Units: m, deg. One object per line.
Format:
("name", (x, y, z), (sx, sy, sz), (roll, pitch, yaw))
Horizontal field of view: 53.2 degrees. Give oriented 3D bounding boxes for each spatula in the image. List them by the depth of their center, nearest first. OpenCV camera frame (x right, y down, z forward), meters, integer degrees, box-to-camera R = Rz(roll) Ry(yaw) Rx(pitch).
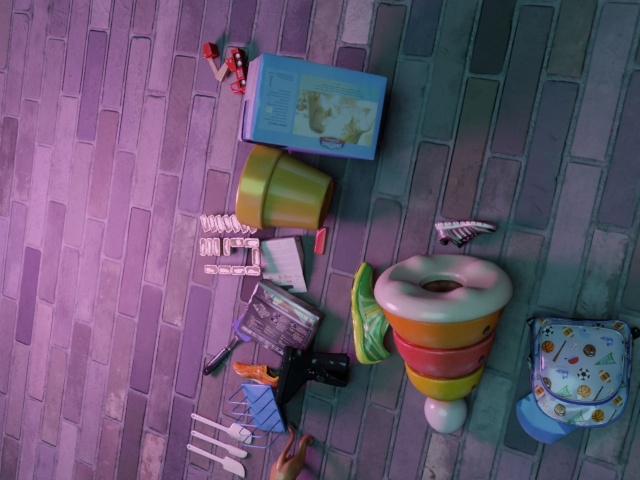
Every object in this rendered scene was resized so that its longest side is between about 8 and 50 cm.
("spatula", (-0.297, 0.347, 2.105), (0.084, 0.030, 0.296), (46, 110, 13))
("spatula", (-0.344, 0.679, 2.157), (0.241, 0.019, 0.168), (15, 105, 25))

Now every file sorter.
("file sorter", (-0.203, 0.549, 2.000), (0.118, 0.104, 0.170), (-5, 109, 34))

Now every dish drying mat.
("dish drying mat", (0.000, 0.000, 1.958), (0.032, 0.008, 0.083), (13, 98, 23))

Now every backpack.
("backpack", (0.632, 0.321, 1.554), (0.276, 0.213, 0.264), (1, 83, 26))

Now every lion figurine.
("lion figurine", (-0.090, 0.772, 1.917), (0.142, 0.240, 0.393), (-20, 84, 25))

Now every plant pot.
("plant pot", (-0.095, -0.140, 1.878), (0.238, 0.254, 0.254), (15, 100, 8))

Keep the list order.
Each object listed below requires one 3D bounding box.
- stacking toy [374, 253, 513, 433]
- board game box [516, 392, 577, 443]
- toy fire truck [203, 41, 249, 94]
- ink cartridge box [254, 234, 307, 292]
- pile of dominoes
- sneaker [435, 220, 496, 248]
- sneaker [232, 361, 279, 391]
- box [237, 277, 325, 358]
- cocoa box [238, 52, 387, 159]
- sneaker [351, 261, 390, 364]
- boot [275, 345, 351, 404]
("stacking toy", (0.334, 0.301, 1.708), (0.350, 0.350, 0.480), (3, 114, 25))
("board game box", (0.607, 0.450, 1.684), (0.168, 0.033, 0.133), (-43, 74, 21))
("toy fire truck", (-0.296, -0.551, 2.044), (0.135, 0.047, 0.192), (-13, 88, 26))
("ink cartridge box", (-0.116, 0.076, 2.011), (0.145, 0.045, 0.180), (-6, 108, 25))
("pile of dominoes", (-0.284, 0.011, 2.058), (0.251, 0.040, 0.196), (1, 93, 32))
("sneaker", (0.396, -0.016, 1.742), (0.170, 0.063, 0.075), (-2, 92, 30))
("sneaker", (-0.200, 0.423, 2.052), (0.175, 0.064, 0.068), (19, 97, 12))
("box", (-0.126, 0.254, 1.995), (0.231, 0.056, 0.183), (29, 104, 15))
("cocoa box", (-0.027, -0.356, 1.740), (0.346, 0.228, 0.232), (7, 97, -16))
("sneaker", (0.152, 0.208, 1.861), (0.123, 0.109, 0.296), (-4, 89, 2))
("boot", (-0.024, 0.422, 1.926), (0.207, 0.094, 0.247), (10, 127, -3))
